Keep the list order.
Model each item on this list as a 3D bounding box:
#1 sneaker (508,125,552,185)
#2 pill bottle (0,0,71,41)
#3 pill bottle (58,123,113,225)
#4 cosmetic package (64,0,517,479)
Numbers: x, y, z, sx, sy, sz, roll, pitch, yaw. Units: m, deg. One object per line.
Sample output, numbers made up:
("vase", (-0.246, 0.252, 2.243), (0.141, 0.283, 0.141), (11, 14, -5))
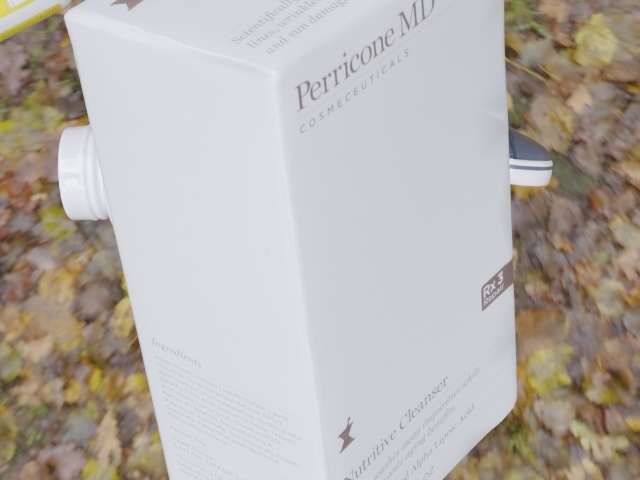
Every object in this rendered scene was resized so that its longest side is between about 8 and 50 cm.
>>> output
("sneaker", (0.107, -0.149, 1.656), (0.321, 0.126, 0.127), (15, 99, -3))
("pill bottle", (-0.320, -0.269, 1.579), (0.184, 0.103, 0.103), (-30, 96, -13))
("pill bottle", (-0.116, -0.063, 1.346), (0.215, 0.117, 0.117), (-2, 99, 5))
("cosmetic package", (0.001, -0.005, 0.939), (0.156, 0.217, 0.385), (22, 137, 31))
